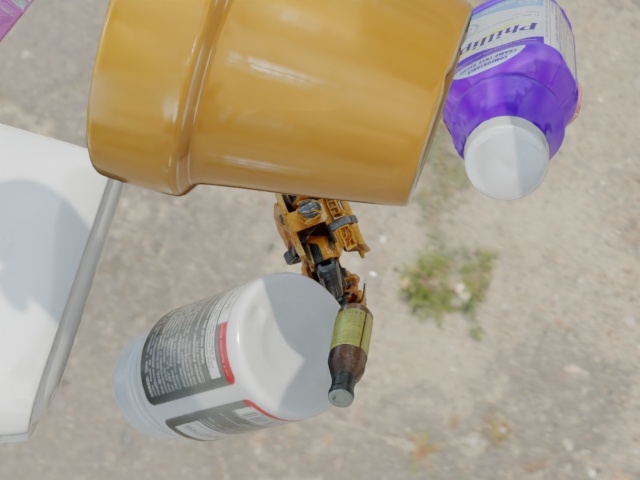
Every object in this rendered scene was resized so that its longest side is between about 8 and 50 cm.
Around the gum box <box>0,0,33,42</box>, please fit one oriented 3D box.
[{"bbox_3d":[-0.465,-0.334,1.960,0.107,0.188,0.062,-40,18,40],"label":"gum box"}]

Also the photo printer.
[{"bbox_3d":[-0.348,0.034,1.459,0.107,0.256,0.307,110,176,-65],"label":"photo printer"}]

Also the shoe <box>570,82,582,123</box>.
[{"bbox_3d":[0.264,-0.145,1.821,0.063,0.081,0.178,-3,52,36],"label":"shoe"}]

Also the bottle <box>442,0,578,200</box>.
[{"bbox_3d":[0.162,-0.127,1.325,0.118,0.092,0.283,-23,23,20],"label":"bottle"}]

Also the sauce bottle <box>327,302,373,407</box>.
[{"bbox_3d":[0.028,0.118,1.578,0.042,0.042,0.128,-30,26,29],"label":"sauce bottle"}]

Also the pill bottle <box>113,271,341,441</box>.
[{"bbox_3d":[-0.107,0.140,1.738,0.283,0.161,0.161,-20,61,51],"label":"pill bottle"}]

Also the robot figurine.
[{"bbox_3d":[0.000,0.000,1.823,0.085,0.291,0.211,-21,75,-6],"label":"robot figurine"}]

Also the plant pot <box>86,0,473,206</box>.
[{"bbox_3d":[-0.016,-0.109,0.926,0.188,0.205,0.205,18,85,4],"label":"plant pot"}]
